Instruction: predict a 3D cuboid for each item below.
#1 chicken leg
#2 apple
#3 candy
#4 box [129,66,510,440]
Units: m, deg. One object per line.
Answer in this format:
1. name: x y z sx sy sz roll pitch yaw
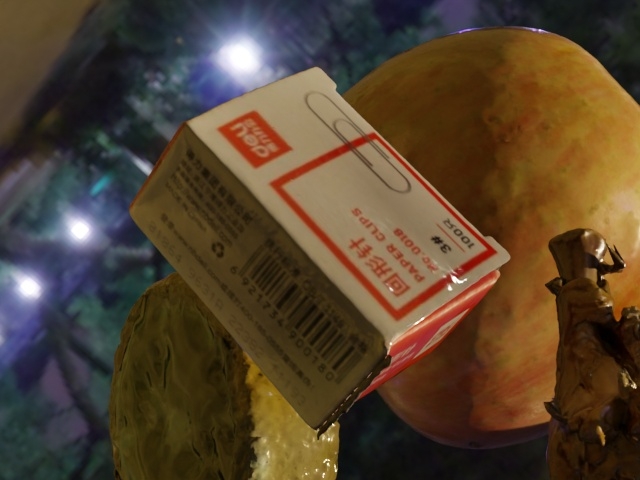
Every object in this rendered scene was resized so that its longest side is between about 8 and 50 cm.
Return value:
1. chicken leg: 0.176 0.083 0.881 0.085 0.101 0.207 -16 -119 19
2. apple: 0.163 -0.014 1.347 0.346 0.391 0.391 -35 -168 5
3. candy: -0.080 0.145 1.116 0.260 0.118 0.259 -7 -99 55
4. box: 0.000 0.000 0.822 0.133 0.182 0.099 -27 160 -48
